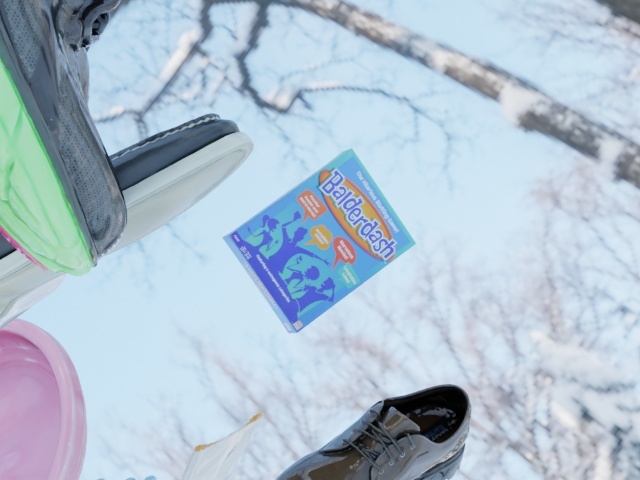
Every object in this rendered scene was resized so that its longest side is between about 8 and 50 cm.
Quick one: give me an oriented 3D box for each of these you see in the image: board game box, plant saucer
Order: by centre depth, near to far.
[{"bbox_3d":[-0.413,0.263,1.740,0.332,0.332,0.084,-54,-39,3],"label":"plant saucer"},{"bbox_3d":[0.000,0.000,1.863,0.210,0.160,0.047,-37,7,-16],"label":"board game box"}]

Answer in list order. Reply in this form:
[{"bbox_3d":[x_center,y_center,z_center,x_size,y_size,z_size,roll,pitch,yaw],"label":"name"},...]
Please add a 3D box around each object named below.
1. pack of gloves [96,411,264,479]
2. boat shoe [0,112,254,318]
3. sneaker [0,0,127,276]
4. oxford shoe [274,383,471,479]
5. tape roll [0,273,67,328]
[{"bbox_3d":[-0.167,0.248,1.263,0.195,0.046,0.232,-26,-26,-41],"label":"pack of gloves"},{"bbox_3d":[-0.217,-0.025,1.037,0.340,0.113,0.127,-30,-9,11],"label":"boat shoe"},{"bbox_3d":[-0.183,-0.217,0.904,0.202,0.185,0.482,-11,-89,-22],"label":"sneaker"},{"bbox_3d":[0.030,0.169,1.069,0.227,0.083,0.096,-29,-32,-38],"label":"oxford shoe"},{"bbox_3d":[-0.372,-0.043,1.337,0.100,0.286,0.286,-40,-34,-46],"label":"tape roll"}]
